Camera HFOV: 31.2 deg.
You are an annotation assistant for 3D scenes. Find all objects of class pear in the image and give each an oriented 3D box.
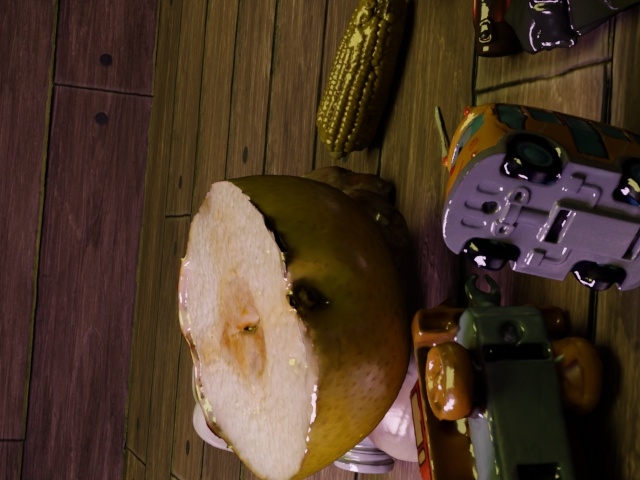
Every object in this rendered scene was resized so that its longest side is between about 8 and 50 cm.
[{"bbox_3d":[-0.013,0.090,1.295,0.386,0.191,0.341,152,107,-65],"label":"pear"}]

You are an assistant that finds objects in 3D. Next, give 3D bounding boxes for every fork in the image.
[{"bbox_3d":[0.156,-0.130,1.462,0.016,0.012,0.115,-54,35,43],"label":"fork"}]

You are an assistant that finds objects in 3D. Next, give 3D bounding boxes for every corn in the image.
[{"bbox_3d":[0.059,-0.232,1.640,0.097,0.097,0.262,-116,39,-55],"label":"corn"}]

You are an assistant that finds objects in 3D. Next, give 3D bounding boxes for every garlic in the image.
[{"bbox_3d":[0.127,0.180,1.357,0.115,0.128,0.207,34,112,41],"label":"garlic"}]

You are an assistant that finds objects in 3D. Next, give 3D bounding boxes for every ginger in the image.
[{"bbox_3d":[0.000,0.000,1.577,0.256,0.176,0.375,-37,12,10],"label":"ginger"}]

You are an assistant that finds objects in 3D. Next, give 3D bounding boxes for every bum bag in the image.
[{"bbox_3d":[0.265,-0.268,1.101,0.326,0.079,0.142,151,125,-67],"label":"bum bag"}]

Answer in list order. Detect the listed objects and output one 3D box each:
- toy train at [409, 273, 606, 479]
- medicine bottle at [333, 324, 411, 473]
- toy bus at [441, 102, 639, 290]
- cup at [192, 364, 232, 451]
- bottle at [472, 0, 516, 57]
[{"bbox_3d":[0.177,0.213,1.124,0.232,0.163,0.369,105,162,-61],"label":"toy train"},{"bbox_3d":[0.065,0.201,1.497,0.107,0.106,0.192,-169,85,-70],"label":"medicine bottle"},{"bbox_3d":[0.210,-0.048,1.030,0.136,0.209,0.126,-93,17,-49],"label":"toy bus"},{"bbox_3d":[-0.073,0.210,1.636,0.173,0.202,0.255,-143,66,-68],"label":"cup"},{"bbox_3d":[0.201,-0.290,1.308,0.060,0.060,0.164,170,103,-69],"label":"bottle"}]
